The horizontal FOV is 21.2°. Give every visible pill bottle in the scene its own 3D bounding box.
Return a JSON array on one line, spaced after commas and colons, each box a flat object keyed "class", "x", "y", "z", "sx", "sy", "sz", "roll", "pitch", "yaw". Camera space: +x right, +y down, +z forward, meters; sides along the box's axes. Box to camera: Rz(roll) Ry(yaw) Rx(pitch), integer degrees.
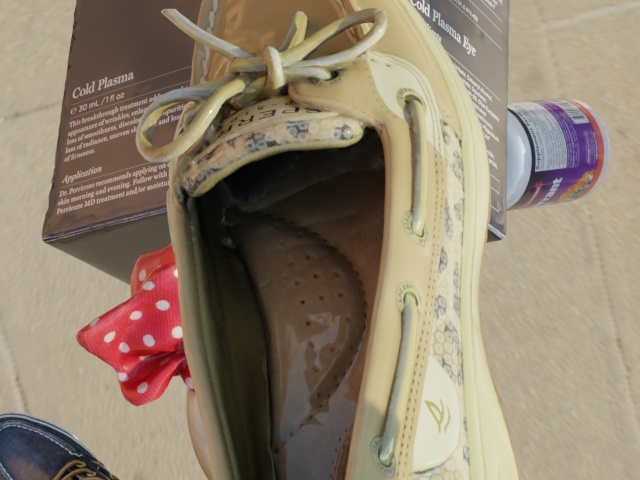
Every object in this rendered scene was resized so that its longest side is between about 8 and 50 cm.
[{"class": "pill bottle", "x": 0.189, "y": -0.084, "z": 1.698, "sx": 0.193, "sy": 0.108, "sz": 0.108, "roll": -8, "pitch": 103, "yaw": -42}]

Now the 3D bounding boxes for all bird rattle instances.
[{"class": "bird rattle", "x": -0.026, "y": 0.106, "z": 1.101, "sx": 0.207, "sy": 0.143, "sz": 0.253, "roll": -15, "pitch": 84, "yaw": 8}]

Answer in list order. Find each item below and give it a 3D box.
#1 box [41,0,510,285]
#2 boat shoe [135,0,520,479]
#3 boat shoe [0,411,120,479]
[{"class": "box", "x": -0.031, "y": -0.141, "z": 1.407, "sx": 0.343, "sy": 0.179, "sz": 0.312, "roll": -12, "pitch": 63, "yaw": 33}, {"class": "boat shoe", "x": 0.000, "y": 0.000, "z": 0.569, "sx": 0.105, "sy": 0.285, "sz": 0.089, "roll": -27, "pitch": 146, "yaw": 21}, {"class": "boat shoe", "x": -0.163, "y": 0.175, "z": 1.167, "sx": 0.183, "sy": 0.083, "sz": 0.065, "roll": 38, "pitch": 75, "yaw": 8}]
